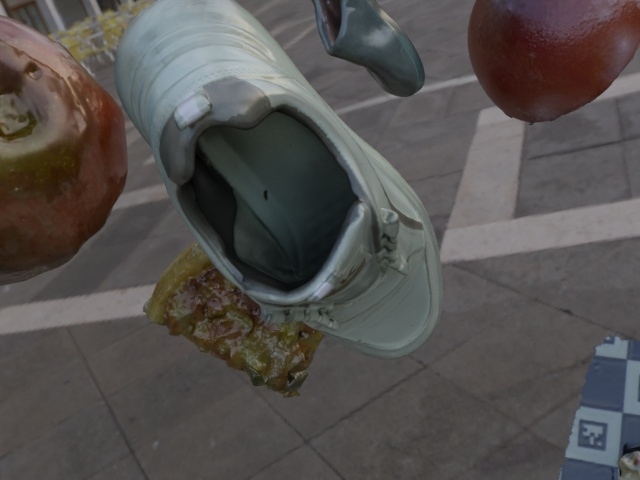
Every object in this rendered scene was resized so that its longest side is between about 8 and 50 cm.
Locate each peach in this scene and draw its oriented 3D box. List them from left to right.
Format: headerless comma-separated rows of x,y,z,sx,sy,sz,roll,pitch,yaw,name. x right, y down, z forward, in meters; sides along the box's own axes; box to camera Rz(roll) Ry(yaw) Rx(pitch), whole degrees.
-0.278,-0.080,0.575,0.214,0.235,0.214,-25,33,17,peach

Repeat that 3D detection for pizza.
-0.065,0.074,0.760,0.292,0.197,0.058,-13,1,24,pizza

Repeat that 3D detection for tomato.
0.246,-0.243,0.819,0.228,0.112,0.199,-50,42,35,tomato

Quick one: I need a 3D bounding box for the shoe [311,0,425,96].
0.030,-0.219,0.775,0.078,0.195,0.079,-46,24,-21,shoe

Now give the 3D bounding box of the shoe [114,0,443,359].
0.000,0.000,0.449,0.124,0.316,0.159,-38,31,9,shoe

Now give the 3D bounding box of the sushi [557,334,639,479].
0.270,0.180,0.499,0.210,0.193,0.040,15,-4,25,sushi
